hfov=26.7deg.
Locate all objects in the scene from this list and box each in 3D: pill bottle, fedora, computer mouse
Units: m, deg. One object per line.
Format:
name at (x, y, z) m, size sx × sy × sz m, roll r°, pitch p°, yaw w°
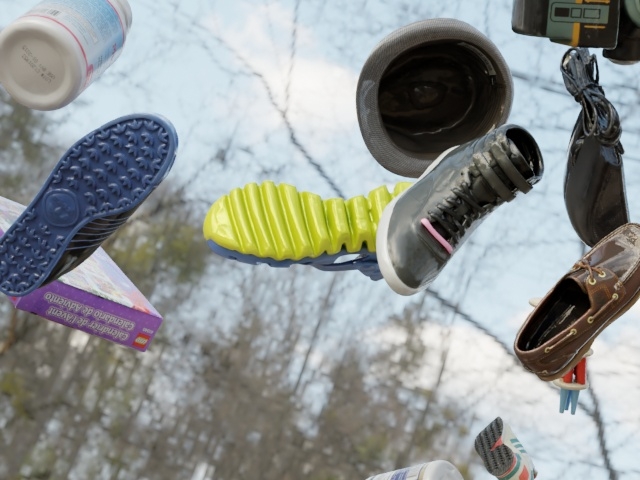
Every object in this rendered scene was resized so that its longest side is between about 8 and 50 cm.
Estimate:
pill bottle at (0.109, 0.361, 1.842) m, size 0.169 × 0.094 × 0.094 m, roll -21°, pitch -45°, yaw 36°
pill bottle at (-0.233, -0.187, 1.256) m, size 0.087 × 0.160 × 0.087 m, roll 6°, pitch -62°, yaw 12°
fedora at (0.161, -0.224, 2.112) m, size 0.124 × 0.276 × 0.243 m, roll 23°, pitch -48°, yaw 69°
computer mouse at (0.332, -0.089, 1.672) m, size 0.072 × 0.188 × 0.272 m, roll -14°, pitch -53°, yaw 5°

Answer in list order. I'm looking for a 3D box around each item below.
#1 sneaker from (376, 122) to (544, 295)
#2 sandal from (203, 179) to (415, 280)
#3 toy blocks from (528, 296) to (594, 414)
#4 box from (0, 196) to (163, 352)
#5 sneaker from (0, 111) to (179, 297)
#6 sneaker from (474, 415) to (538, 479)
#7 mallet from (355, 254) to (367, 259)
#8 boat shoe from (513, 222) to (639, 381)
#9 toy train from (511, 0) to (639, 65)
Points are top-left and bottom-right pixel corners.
sneaker at (0.177, -0.051, 1.666) m, size 0.104 × 0.295 × 0.147 m, roll 50°, pitch -44°, yaw -12°
sandal at (0.000, 0.000, 1.817) m, size 0.318 × 0.126 × 0.138 m, roll 3°, pitch -32°, yaw -7°
toy blocks at (0.342, 0.168, 1.956) m, size 0.054 × 0.148 × 0.123 m, roll -3°, pitch 15°, yaw -34°
box at (-0.355, 0.033, 1.790) m, size 0.201 × 0.057 × 0.293 m, roll 24°, pitch 10°, yaw -38°
sneaker at (-0.212, -0.041, 1.244) m, size 0.232 × 0.090 × 0.081 m, roll -39°, pitch -86°, yaw 19°
sneaker at (0.270, 0.314, 1.928) m, size 0.075 × 0.057 × 0.161 m, roll 45°, pitch 10°, yaw -14°
mallet at (0.131, -0.026, 2.526) m, size 0.039 × 0.190 × 0.062 m, roll 48°, pitch 9°, yaw 14°
boat shoe at (0.290, 0.060, 1.469) m, size 0.073 × 0.207 × 0.073 m, roll 33°, pitch -7°, yaw 46°
toy train at (0.322, -0.368, 1.539) m, size 0.190 × 0.333 × 0.142 m, roll 1°, pitch 14°, yaw -9°
